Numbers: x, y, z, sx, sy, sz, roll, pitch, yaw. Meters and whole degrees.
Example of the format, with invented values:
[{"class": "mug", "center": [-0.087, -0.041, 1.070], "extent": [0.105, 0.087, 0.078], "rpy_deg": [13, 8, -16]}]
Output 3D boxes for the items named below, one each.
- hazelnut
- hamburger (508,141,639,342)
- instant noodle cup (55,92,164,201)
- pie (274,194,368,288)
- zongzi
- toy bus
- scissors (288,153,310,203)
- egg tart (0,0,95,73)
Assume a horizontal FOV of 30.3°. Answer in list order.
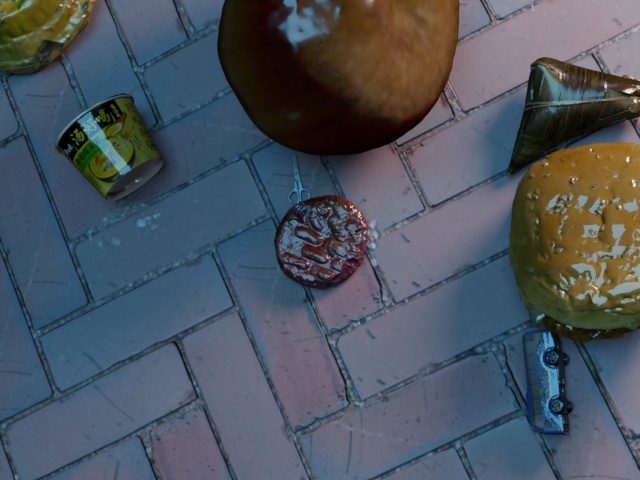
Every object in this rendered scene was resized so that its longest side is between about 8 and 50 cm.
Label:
[{"class": "hazelnut", "center": [0.016, -0.329, 1.735], "extent": [0.359, 0.359, 0.409], "rpy_deg": [7, 73, 15]}, {"class": "hamburger", "center": [0.395, 0.000, 1.664], "extent": [0.259, 0.144, 0.283], "rpy_deg": [-8, 74, 12]}, {"class": "instant noodle cup", "center": [-0.330, -0.144, 1.886], "extent": [0.151, 0.151, 0.122], "rpy_deg": [-39, 79, 4]}, {"class": "pie", "center": [0.000, 0.000, 1.827], "extent": [0.154, 0.036, 0.154], "rpy_deg": [-3, 78, 12]}, {"class": "zongzi", "center": [0.386, -0.165, 1.748], "extent": [0.187, 0.084, 0.184], "rpy_deg": [15, 97, 12]}, {"class": "toy bus", "center": [0.326, 0.204, 1.698], "extent": [0.061, 0.051, 0.153], "rpy_deg": [-9, 77, 25]}, {"class": "scissors", "center": [-0.036, -0.098, 1.870], "extent": [0.036, 0.006, 0.083], "rpy_deg": [-8, 77, 10]}, {"class": "egg tart", "center": [-0.520, -0.426, 2.003], "extent": [0.290, 0.115, 0.290], "rpy_deg": [-2, 80, 13]}]
